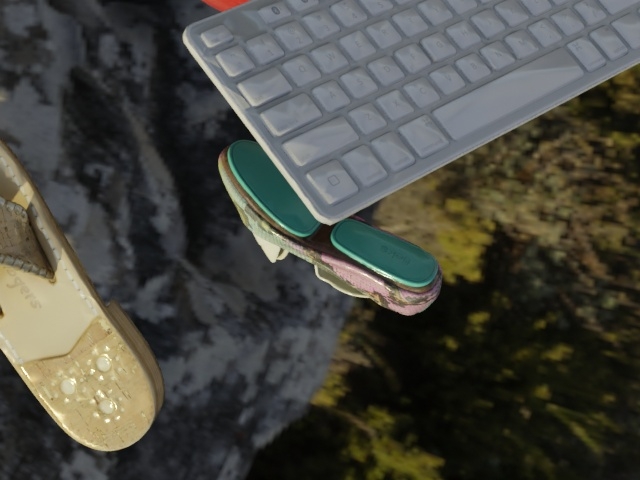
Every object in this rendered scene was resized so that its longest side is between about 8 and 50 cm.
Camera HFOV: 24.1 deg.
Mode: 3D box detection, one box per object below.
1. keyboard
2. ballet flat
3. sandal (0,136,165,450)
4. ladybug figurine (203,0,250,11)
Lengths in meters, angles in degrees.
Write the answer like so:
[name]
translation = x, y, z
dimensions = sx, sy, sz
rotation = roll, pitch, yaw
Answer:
[keyboard]
translation = 0.075, -0.081, 0.487
dimensions = 0.256, 0.072, 0.014
rotation = -28, 158, -33
[ballet flat]
translation = 0.000, 0.000, 1.289
dimensions = 0.221, 0.079, 0.077
rotation = 31, 49, 6
[sandal]
translation = -0.171, 0.015, 0.739
dimensions = 0.088, 0.079, 0.240
rotation = -39, 97, 15
[ladybug figurine]
translation = -0.085, -0.313, 1.198
dimensions = 0.449, 0.162, 0.305
rotation = 39, 37, -17
